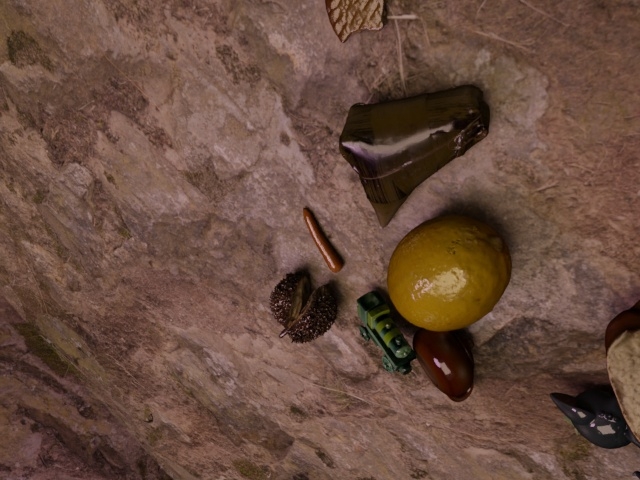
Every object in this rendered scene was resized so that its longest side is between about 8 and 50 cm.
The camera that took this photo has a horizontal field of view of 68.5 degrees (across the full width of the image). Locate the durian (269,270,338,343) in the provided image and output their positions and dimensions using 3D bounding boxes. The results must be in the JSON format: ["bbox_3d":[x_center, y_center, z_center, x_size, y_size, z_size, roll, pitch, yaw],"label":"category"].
[{"bbox_3d":[-0.054,0.185,1.253,0.196,0.167,0.196,-4,81,24],"label":"durian"}]

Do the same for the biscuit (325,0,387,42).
[{"bbox_3d":[0.097,-0.482,0.856,0.229,0.031,0.176,-19,108,35],"label":"biscuit"}]

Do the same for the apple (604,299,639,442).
[{"bbox_3d":[0.688,0.235,0.786,0.365,0.329,0.295,48,158,19],"label":"apple"}]

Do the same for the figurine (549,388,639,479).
[{"bbox_3d":[0.650,0.408,0.984,0.193,0.265,0.140,35,100,-33],"label":"figurine"}]

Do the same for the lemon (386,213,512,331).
[{"bbox_3d":[0.258,0.066,0.968,0.263,0.236,0.236,-36,97,22],"label":"lemon"}]

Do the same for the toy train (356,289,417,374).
[{"bbox_3d":[0.161,0.233,1.166,0.200,0.083,0.132,50,160,41],"label":"toy train"}]

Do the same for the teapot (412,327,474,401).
[{"bbox_3d":[0.318,0.294,1.138,0.135,0.178,0.252,-30,115,-1],"label":"teapot"}]

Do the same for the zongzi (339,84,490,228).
[{"bbox_3d":[0.208,-0.147,0.949,0.274,0.145,0.300,-4,132,26],"label":"zongzi"}]

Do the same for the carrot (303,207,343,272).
[{"bbox_3d":[0.000,0.000,1.200,0.037,0.037,0.190,-24,103,38],"label":"carrot"}]
